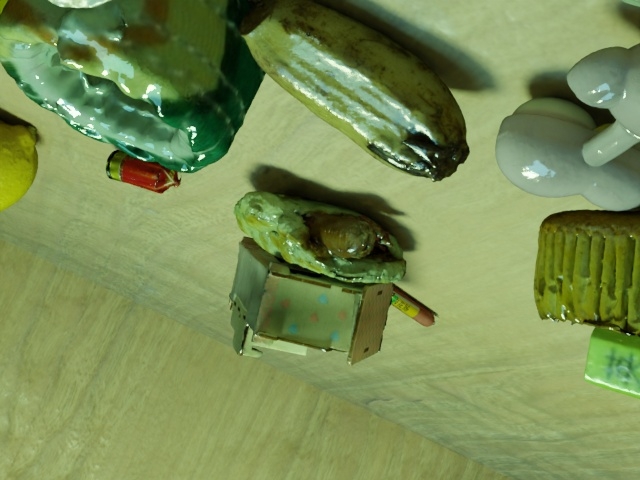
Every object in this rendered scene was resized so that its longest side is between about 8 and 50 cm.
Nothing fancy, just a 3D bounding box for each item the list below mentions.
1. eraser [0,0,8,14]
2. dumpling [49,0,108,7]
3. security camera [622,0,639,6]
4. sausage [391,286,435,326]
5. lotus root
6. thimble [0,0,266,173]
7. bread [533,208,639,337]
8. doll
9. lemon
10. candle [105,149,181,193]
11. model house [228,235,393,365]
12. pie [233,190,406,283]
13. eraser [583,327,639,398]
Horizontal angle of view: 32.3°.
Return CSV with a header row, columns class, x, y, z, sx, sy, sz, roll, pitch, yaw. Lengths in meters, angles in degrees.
class,x,y,z,sx,sy,sz,roll,pitch,yaw
eraser,-0.393,-0.250,1.171,0.069,0.226,0.158,23,167,36
dumpling,-0.188,-0.313,0.852,0.243,0.187,0.318,-17,161,4
security camera,0.223,-0.191,0.706,0.058,0.092,0.058,24,164,7
sausage,0.129,0.098,1.919,0.223,0.029,0.029,34,161,-35
lotus root,0.041,-0.156,1.087,0.258,0.097,0.110,36,126,-12
thimble,-0.191,-0.200,1.140,0.254,0.167,0.288,19,165,15
bread,0.348,0.041,1.128,0.227,0.142,0.253,4,-174,-29
doll,0.263,-0.097,0.962,0.160,0.094,0.365,15,167,-8
lemon,-0.597,-0.134,1.927,0.244,0.187,0.187,-19,147,20
candle,-0.282,-0.109,1.791,0.131,0.052,0.052,15,163,21
model house,-0.011,0.111,1.781,0.244,0.169,0.326,9,-174,-14
pie,0.000,0.001,1.656,0.274,0.105,0.257,18,173,23
eraser,0.473,0.141,1.272,0.274,0.092,0.210,16,-157,32
